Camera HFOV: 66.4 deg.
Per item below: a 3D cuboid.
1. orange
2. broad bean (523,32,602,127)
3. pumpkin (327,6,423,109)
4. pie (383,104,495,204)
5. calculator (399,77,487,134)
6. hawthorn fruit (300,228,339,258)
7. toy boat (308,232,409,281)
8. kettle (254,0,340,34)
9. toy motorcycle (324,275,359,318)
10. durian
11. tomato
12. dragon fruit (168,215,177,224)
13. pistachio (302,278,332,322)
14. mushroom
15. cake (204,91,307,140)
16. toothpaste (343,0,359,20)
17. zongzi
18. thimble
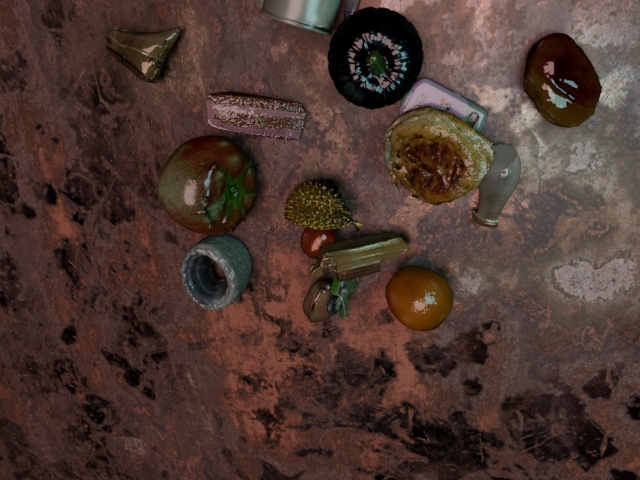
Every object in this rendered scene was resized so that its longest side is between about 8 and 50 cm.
[{"bbox_3d":[0.292,0.169,1.455,0.205,0.206,0.206,6,112,15],"label":"orange"},{"bbox_3d":[0.585,-0.387,1.190,0.156,0.122,0.229,-36,105,0],"label":"broad bean"},{"bbox_3d":[0.136,-0.451,1.231,0.247,0.248,0.248,6,112,15],"label":"pumpkin"},{"bbox_3d":[0.296,-0.226,1.315,0.308,0.085,0.309,18,133,21],"label":"pie"},{"bbox_3d":[0.333,-0.336,1.327,0.246,0.045,0.141,30,116,3],"label":"calculator"},{"bbox_3d":[0.000,0.000,1.521,0.127,0.128,0.128,6,112,15],"label":"hawthorn fruit"},{"bbox_3d":[0.114,0.056,1.466,0.309,0.089,0.116,-12,111,-10],"label":"toy boat"},{"bbox_3d":[-0.043,-0.708,1.210,0.264,0.205,0.318,21,118,5],"label":"kettle"},{"bbox_3d":[0.072,0.148,1.548,0.074,0.106,0.190,11,80,37],"label":"toy motorcycle"},{"bbox_3d":[0.015,-0.106,1.433,0.237,0.193,0.138,14,105,4],"label":"durian"},{"bbox_3d":[-0.348,-0.164,1.489,0.238,0.303,0.304,12,115,29],"label":"tomato"},{"bbox_3d":[-0.473,-0.088,1.659,0.060,0.056,0.083,37,115,1],"label":"dragon fruit"},{"bbox_3d":[-0.003,0.198,1.600,0.112,0.113,0.149,14,115,11],"label":"pistachio"},{"bbox_3d":[0.481,-0.144,1.338,0.116,0.093,0.225,12,124,30],"label":"mushroom"},{"bbox_3d":[-0.189,-0.376,1.457,0.294,0.113,0.116,10,115,-1],"label":"cake"},{"bbox_3d":[0.075,-0.580,1.318,0.045,0.028,0.170,16,113,18],"label":"toothpaste"},{"bbox_3d":[-0.529,-0.598,1.459,0.194,0.099,0.197,37,106,0],"label":"zongzi"},{"bbox_3d":[-0.344,0.108,1.633,0.204,0.172,0.250,-3,108,16],"label":"thimble"}]
